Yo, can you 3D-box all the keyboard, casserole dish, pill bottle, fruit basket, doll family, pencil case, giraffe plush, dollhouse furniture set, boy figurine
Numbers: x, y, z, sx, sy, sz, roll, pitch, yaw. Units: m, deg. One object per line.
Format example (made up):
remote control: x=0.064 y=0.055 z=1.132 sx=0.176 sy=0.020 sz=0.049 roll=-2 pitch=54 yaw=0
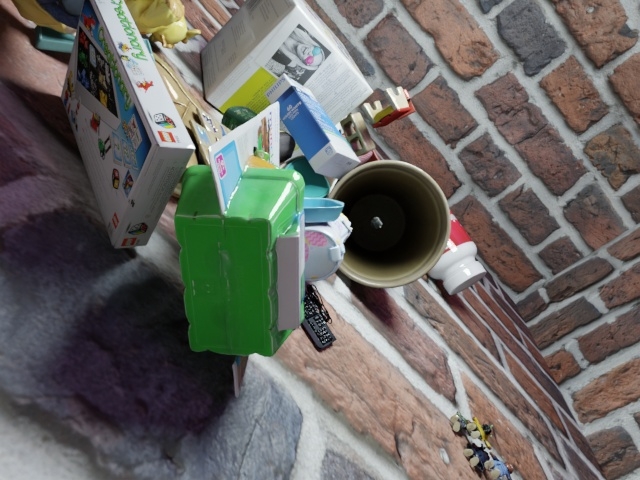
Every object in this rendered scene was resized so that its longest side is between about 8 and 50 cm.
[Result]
keyboard: x=-0.025 y=0.118 z=0.906 sx=0.192 sy=0.038 sz=0.100 roll=56 pitch=21 yaw=11
casserole dish: x=-0.042 y=-0.062 z=0.931 sx=0.188 sy=0.037 sz=0.114 roll=-3 pitch=16 yaw=-23
pill bottle: x=0.503 y=0.012 z=1.914 sx=0.229 sy=0.229 sz=0.408 roll=14 pitch=42 yaw=-58
fruit basket: x=-0.079 y=-0.013 z=0.668 sx=0.353 sy=0.165 sz=0.327 roll=-64 pitch=157 yaw=-64
doll family: x=0.392 y=0.497 z=1.096 sx=0.111 sy=0.076 sz=0.193 roll=35 pitch=30 yaw=-47
pencil case: x=0.000 y=0.000 z=1.004 sx=0.124 sy=0.113 sz=0.273 roll=11 pitch=15 yaw=6
giraffe plush: x=-0.376 y=-0.536 z=1.083 sx=0.181 sy=0.210 sz=0.170 roll=29 pitch=11 yaw=12
dollhouse furniture set: x=0.155 y=-0.317 z=1.405 sx=0.201 sy=0.374 sz=0.152 roll=-26 pitch=93 yaw=-43
boy figurine: x=-0.443 y=-0.397 z=0.718 sx=0.285 sy=0.092 sz=0.177 roll=29 pitch=-14 yaw=22

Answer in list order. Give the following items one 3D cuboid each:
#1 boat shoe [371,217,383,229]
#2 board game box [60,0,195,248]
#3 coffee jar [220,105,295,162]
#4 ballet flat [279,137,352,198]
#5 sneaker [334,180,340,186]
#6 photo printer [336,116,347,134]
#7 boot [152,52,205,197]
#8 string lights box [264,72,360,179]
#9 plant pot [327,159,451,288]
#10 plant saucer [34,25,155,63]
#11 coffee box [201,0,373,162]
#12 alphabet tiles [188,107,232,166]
boat shoe: x=0.202 y=-0.047 z=1.540 sx=0.335 sy=0.119 sz=0.121 roll=36 pitch=25 yaw=-35
board game box: x=-0.280 y=-0.168 z=0.629 sx=0.053 sy=0.193 sz=0.305 roll=-5 pitch=57 yaw=-44
coffee jar: x=-0.153 y=-0.260 z=1.128 sx=0.184 sy=0.079 sz=0.096 roll=36 pitch=32 yaw=23
ballet flat: x=-0.031 y=-0.167 z=1.222 sx=0.139 sy=0.139 sz=0.400 roll=48 pitch=38 yaw=-7
sneaker: x=0.087 y=-0.196 z=1.605 sx=0.121 sy=0.079 sz=0.217 roll=58 pitch=20 yaw=22
photo printer: x=0.028 y=-0.451 z=1.744 sx=0.256 sy=0.107 sz=0.307 roll=79 pitch=-12 yaw=-56
boot: x=-0.305 y=-0.230 z=0.839 sx=0.236 sy=0.089 sz=0.269 roll=39 pitch=25 yaw=-29
string lights box: x=-0.019 y=-0.282 z=1.139 sx=0.260 sy=0.077 sz=0.133 roll=58 pitch=23 yaw=18
plant pot: x=0.169 y=-0.049 z=1.267 sx=0.323 sy=0.323 sz=0.280 roll=51 pitch=5 yaw=-1
plant saucer: x=-0.400 y=-0.355 z=0.818 sx=0.192 sy=0.018 sz=0.067 roll=-5 pitch=52 yaw=-29
coffee box: x=-0.109 y=-0.501 z=1.345 sx=0.334 sy=0.338 sz=0.338 roll=34 pitch=27 yaw=-39
alphabet tiles: x=-0.153 y=-0.109 z=0.954 sx=0.342 sy=0.011 sz=0.285 roll=65 pitch=13 yaw=16
